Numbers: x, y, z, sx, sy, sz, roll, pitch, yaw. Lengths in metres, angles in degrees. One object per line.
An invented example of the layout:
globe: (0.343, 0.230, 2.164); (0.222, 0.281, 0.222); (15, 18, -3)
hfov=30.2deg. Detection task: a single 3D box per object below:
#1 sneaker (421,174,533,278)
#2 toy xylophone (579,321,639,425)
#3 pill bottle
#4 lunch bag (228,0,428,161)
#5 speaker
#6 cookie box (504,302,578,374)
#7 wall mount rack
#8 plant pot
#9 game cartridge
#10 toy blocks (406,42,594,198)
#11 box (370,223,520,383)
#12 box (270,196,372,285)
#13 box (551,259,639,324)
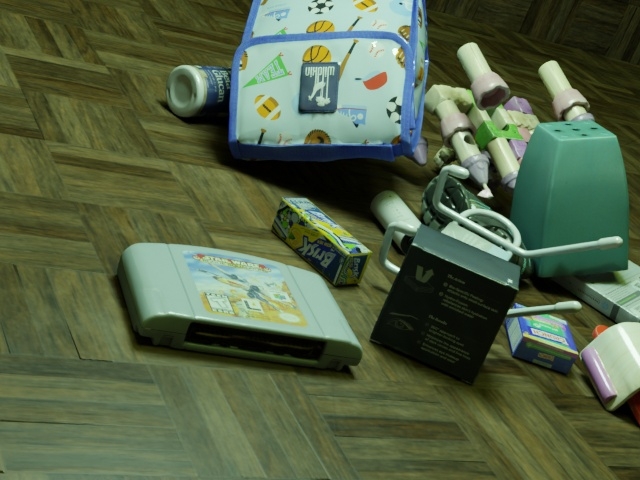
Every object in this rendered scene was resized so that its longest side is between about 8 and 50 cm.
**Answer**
sneaker: (0.269, -0.014, 2.056); (0.106, 0.101, 0.267); (21, 23, -43)
toy xylophone: (0.548, 0.220, 1.753); (0.322, 0.081, 0.236); (15, 37, -20)
pill bottle: (-0.195, -0.275, 2.192); (0.094, 0.094, 0.169); (37, 27, 32)
lunch bag: (0.023, -0.288, 2.097); (0.327, 0.239, 0.386); (1, 46, 12)
speaker: (0.133, -0.030, 1.990); (0.055, 0.055, 0.136); (9, 25, -27)
cookie box: (0.332, 0.147, 1.787); (0.091, 0.040, 0.107); (20, 23, -7)
wall mount rack: (0.268, 0.024, 1.794); (0.304, 0.131, 0.350); (28, 40, 15)
plant pot: (0.431, -0.080, 2.045); (0.165, 0.234, 0.166); (-5, 23, -11)
game cartridge: (-0.107, 0.080, 1.535); (0.297, 0.062, 0.198); (10, 29, -25)
toy blocks: (0.335, -0.162, 2.227); (0.288, 0.309, 0.260); (3, 51, -37)
box: (0.173, 0.086, 1.630); (0.156, 0.158, 0.093); (24, 22, 4)
box: (0.000, 0.000, 1.797); (0.054, 0.059, 0.169); (-3, 33, -43)
box: (0.519, 0.081, 2.066); (0.145, 0.038, 0.186); (-20, 45, -40)
